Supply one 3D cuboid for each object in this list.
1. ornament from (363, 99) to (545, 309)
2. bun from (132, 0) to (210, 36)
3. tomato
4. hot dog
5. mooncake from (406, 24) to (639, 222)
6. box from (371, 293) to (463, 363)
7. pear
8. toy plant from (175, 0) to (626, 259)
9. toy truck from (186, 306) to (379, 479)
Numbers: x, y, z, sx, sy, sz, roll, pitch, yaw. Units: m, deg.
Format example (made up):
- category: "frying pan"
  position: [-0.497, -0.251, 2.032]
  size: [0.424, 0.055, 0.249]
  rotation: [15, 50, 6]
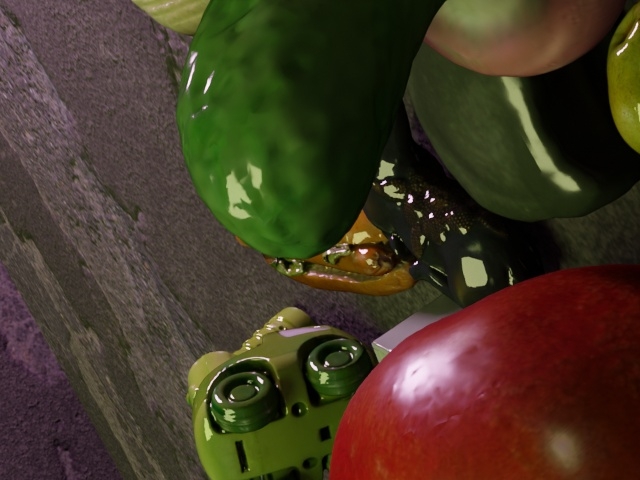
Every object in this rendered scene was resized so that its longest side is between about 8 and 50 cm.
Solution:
- category: "ornament"
  position: [0.073, -0.072, 1.102]
  size: [0.202, 0.080, 0.236]
  rotation: [44, 156, 41]
- category: "bun"
  position: [-0.096, -0.253, 1.172]
  size: [0.222, 0.127, 0.222]
  rotation: [39, 159, 18]
- category: "tomato"
  position: [0.167, 0.169, 0.965]
  size: [0.325, 0.293, 0.290]
  rotation: [102, 147, -68]
- category: "hot dog"
  position: [0.000, 0.000, 1.385]
  size: [0.249, 0.068, 0.100]
  rotation: [12, 130, 62]
- category: "mooncake"
  position: [0.124, -0.099, 0.919]
  size: [0.168, 0.104, 0.175]
  rotation: [45, 154, 38]
- category: "box"
  position: [0.142, 0.166, 1.274]
  size: [0.129, 0.086, 0.225]
  rotation: [25, 142, 54]
- category: "pear"
  position: [0.194, -0.081, 0.816]
  size: [0.097, 0.092, 0.092]
  rotation: [22, 164, -13]
- category: "toy plant"
  position: [0.018, -0.169, 0.719]
  size: [0.317, 0.356, 0.211]
  rotation: [45, 164, 27]
- category: "toy truck"
  position: [-0.045, 0.149, 1.529]
  size: [0.210, 0.187, 0.148]
  rotation: [33, 143, 48]
